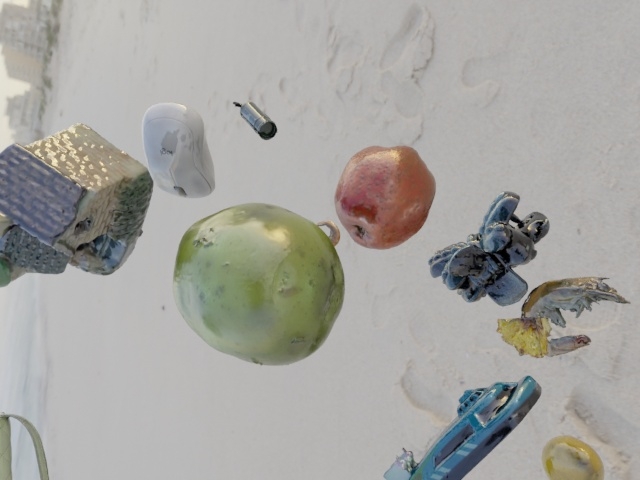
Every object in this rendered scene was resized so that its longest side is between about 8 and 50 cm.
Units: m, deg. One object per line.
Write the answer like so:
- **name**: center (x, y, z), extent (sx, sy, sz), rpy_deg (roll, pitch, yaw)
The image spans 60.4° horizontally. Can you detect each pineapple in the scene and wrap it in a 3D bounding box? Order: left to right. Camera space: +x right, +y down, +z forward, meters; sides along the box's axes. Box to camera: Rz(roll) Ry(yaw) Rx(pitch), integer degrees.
- **pineapple**: center (0.405, 0.166, 1.049), extent (0.114, 0.114, 0.077), rpy_deg (34, 123, 44)

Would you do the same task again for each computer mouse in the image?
- **computer mouse**: center (-0.380, -0.222, 1.475), extent (0.121, 0.184, 0.296), rpy_deg (-80, -3, -52)

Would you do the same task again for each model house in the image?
- **model house**: center (-0.526, -0.037, 1.068), extent (0.298, 0.243, 0.284), rpy_deg (-57, -7, 31)

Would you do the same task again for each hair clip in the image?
- **hair clip**: center (0.408, 0.038, 1.340), extent (0.310, 0.195, 0.206), rpy_deg (-51, 8, 36)

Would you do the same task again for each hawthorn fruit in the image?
- **hawthorn fruit**: center (0.112, -0.073, 0.959), extent (0.189, 0.189, 0.189), rpy_deg (-32, 52, 54)

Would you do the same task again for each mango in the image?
- **mango**: center (0.558, 0.492, 1.203), extent (0.137, 0.098, 0.195), rpy_deg (49, 161, 25)

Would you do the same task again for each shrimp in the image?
- **shrimp**: center (0.000, 0.000, 1.559), extent (0.127, 0.025, 0.091), rpy_deg (-45, 65, 12)
- **shrimp**: center (0.503, 0.156, 1.125), extent (0.253, 0.058, 0.173), rpy_deg (-10, 62, 67)

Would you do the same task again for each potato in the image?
- **potato**: center (-0.093, 0.056, 0.764), extent (0.304, 0.216, 0.215), rpy_deg (2, 81, 59)

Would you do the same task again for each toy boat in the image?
- **toy boat**: center (0.236, 0.322, 0.932), extent (0.092, 0.134, 0.299), rpy_deg (44, 100, 17)

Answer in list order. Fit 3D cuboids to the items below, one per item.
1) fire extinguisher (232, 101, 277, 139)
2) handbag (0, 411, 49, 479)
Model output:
- **fire extinguisher**: center (-0.082, -0.158, 0.707), extent (0.083, 0.038, 0.025), rpy_deg (48, 125, 41)
- **handbag**: center (-0.572, 0.419, 0.931), extent (0.079, 0.219, 0.256), rpy_deg (82, 176, -72)
